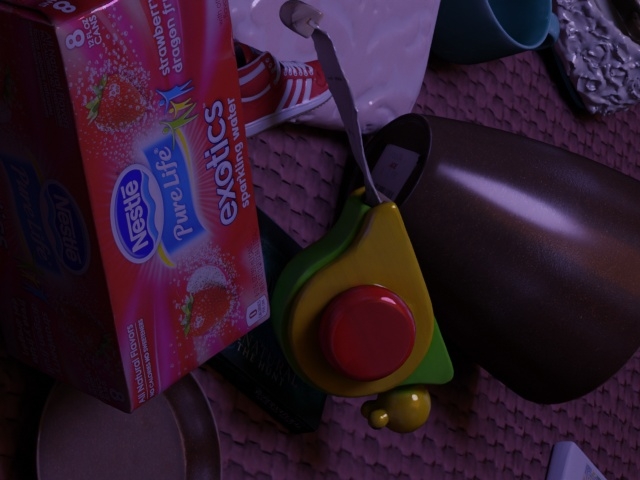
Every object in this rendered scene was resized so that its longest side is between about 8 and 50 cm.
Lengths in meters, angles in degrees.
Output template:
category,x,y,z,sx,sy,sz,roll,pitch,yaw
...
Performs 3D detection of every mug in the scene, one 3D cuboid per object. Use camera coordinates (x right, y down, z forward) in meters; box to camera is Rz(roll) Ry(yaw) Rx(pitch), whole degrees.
category,x,y,z,sx,sy,sz,roll,pitch,yaw
mug,0.143,-0.215,1.386,0.158,0.097,0.129,60,41,-23

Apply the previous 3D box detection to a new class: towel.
category,x,y,z,sx,sy,sz,roll,pitch,yaw
towel,-0.013,-0.246,1.147,0.331,0.053,0.317,3,102,-49

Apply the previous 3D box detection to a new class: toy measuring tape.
category,x,y,z,sx,sy,sz,roll,pitch,yaw
toy measuring tape,0.000,0.000,1.082,0.121,0.121,0.330,-42,118,-48

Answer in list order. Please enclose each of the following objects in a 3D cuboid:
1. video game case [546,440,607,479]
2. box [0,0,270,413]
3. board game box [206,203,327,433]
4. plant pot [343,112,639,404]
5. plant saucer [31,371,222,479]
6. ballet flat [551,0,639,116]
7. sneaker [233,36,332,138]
category,x,y,z,sx,sy,sz,roll,pitch,yaw
video game case,0.268,0.340,1.458,0.227,0.026,0.206,48,47,-34
box,-0.126,-0.045,0.895,0.128,0.122,0.257,-34,131,-38
board game box,-0.050,0.045,1.130,0.186,0.026,0.126,43,50,-37
plant pot,0.140,-0.005,1.264,0.230,0.215,0.215,29,58,-29
plant saucer,-0.131,0.147,0.998,0.168,0.029,0.168,16,69,-48
ballet flat,0.252,-0.310,1.524,0.409,0.147,0.147,55,43,-26
sneaker,-0.031,-0.124,1.099,0.118,0.042,0.067,-33,131,-35
